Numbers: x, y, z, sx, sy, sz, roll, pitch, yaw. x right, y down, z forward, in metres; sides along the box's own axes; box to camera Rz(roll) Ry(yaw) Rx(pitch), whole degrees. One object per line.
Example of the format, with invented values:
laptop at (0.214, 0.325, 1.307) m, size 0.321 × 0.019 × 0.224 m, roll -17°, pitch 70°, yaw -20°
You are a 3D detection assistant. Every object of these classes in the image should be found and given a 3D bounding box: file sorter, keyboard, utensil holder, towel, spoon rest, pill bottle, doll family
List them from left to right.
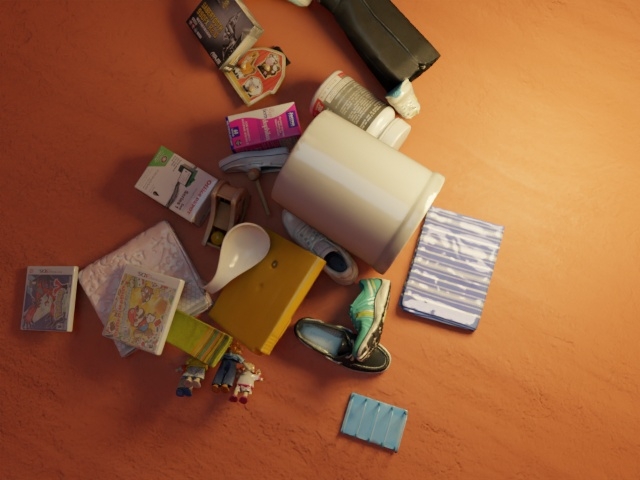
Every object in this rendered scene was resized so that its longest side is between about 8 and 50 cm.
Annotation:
towel at (-0.542, 0.148, 1.888) m, size 0.332 × 0.053 × 0.317 m, roll -31°, pitch 80°, yaw -2°
towel at (-0.371, 0.275, 1.774) m, size 0.237 × 0.021 × 0.102 m, roll 22°, pitch 64°, yaw 25°
doll family at (-0.298, 0.365, 1.785) m, size 0.263 × 0.118 × 0.163 m, roll 6°, pitch 40°, yaw 5°
spoon rest at (-0.259, 0.060, 1.798) m, size 0.137 × 0.084 × 0.276 m, roll 34°, pitch 111°, yaw -26°
keyboard at (-0.182, -0.542, 1.986) m, size 0.180 × 0.023 × 0.108 m, roll -33°, pitch 74°, yaw -1°
utensil holder at (0.102, -0.143, 1.729) m, size 0.385 × 0.327 × 0.328 m, roll 33°, pitch 85°, yaw 4°
pill bottle at (0.121, -0.372, 1.864) m, size 0.283 × 0.161 × 0.161 m, roll 38°, pitch 86°, yaw 9°
file sorter at (0.153, 0.520, 1.749) m, size 0.170 × 0.104 × 0.118 m, roll 17°, pitch 82°, yaw 7°
towel at (0.392, 0.081, 1.834) m, size 0.243 × 0.040 × 0.336 m, roll 17°, pitch 82°, yaw 6°

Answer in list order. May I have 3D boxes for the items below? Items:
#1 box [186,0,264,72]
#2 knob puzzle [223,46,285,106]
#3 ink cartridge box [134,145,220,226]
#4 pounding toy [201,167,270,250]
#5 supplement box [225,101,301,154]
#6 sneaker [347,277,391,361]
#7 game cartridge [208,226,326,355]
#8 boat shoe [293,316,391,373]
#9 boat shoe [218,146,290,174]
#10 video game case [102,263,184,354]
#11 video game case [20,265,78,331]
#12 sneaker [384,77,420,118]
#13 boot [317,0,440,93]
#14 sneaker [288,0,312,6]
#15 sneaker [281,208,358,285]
box at (-0.305, -0.679, 1.947) m, size 0.183 × 0.056 × 0.231 m, roll -42°, pitch 70°, yaw 24°
knob puzzle at (-0.198, -0.545, 1.962) m, size 0.213 × 0.030 × 0.213 m, roll -2°, pitch 75°, yaw 8°
ink cartridge box at (-0.434, -0.167, 1.909) m, size 0.219 × 0.092 × 0.160 m, roll 30°, pitch 85°, yaw 9°
pounding toy at (-0.243, -0.085, 1.828) m, size 0.155 × 0.154 × 0.269 m, roll 21°, pitch 100°, yaw 7°
supplement box at (-0.172, -0.339, 1.908) m, size 0.220 × 0.114 × 0.111 m, roll -13°, pitch 79°, yaw 1°
sneaker at (0.130, 0.226, 1.776) m, size 0.110 × 0.107 × 0.275 m, roll 9°, pitch 51°, yaw 13°
game cartridge at (-0.161, 0.144, 1.784) m, size 0.285 × 0.052 × 0.324 m, roll 28°, pitch 86°, yaw 46°
boat shoe at (0.061, 0.311, 1.795) m, size 0.302 × 0.091 × 0.114 m, roll 17°, pitch 82°, yaw 7°
boat shoe at (-0.202, -0.234, 1.906) m, size 0.226 × 0.083 × 0.076 m, roll -12°, pitch 79°, yaw 2°
video game case at (-0.525, 0.200, 1.813) m, size 0.206 × 0.026 × 0.227 m, roll 14°, pitch 82°, yaw 21°
video game case at (-0.839, 0.179, 1.899) m, size 0.183 × 0.023 × 0.201 m, roll -1°, pitch 81°, yaw 18°
sneaker at (0.253, -0.417, 1.829) m, size 0.087 × 0.228 × 0.092 m, roll -36°, pitch 87°, yaw 16°
boot at (0.224, -0.726, 1.920) m, size 0.367 × 0.146 × 0.445 m, roll -39°, pitch 82°, yaw -9°
sneaker at (-0.200, -0.836, 2.001) m, size 0.366 × 0.135 × 0.150 m, roll 33°, pitch 116°, yaw 3°
sneaker at (0.000, 0.000, 1.820) m, size 0.114 × 0.152 × 0.305 m, roll -45°, pitch 79°, yaw -2°
